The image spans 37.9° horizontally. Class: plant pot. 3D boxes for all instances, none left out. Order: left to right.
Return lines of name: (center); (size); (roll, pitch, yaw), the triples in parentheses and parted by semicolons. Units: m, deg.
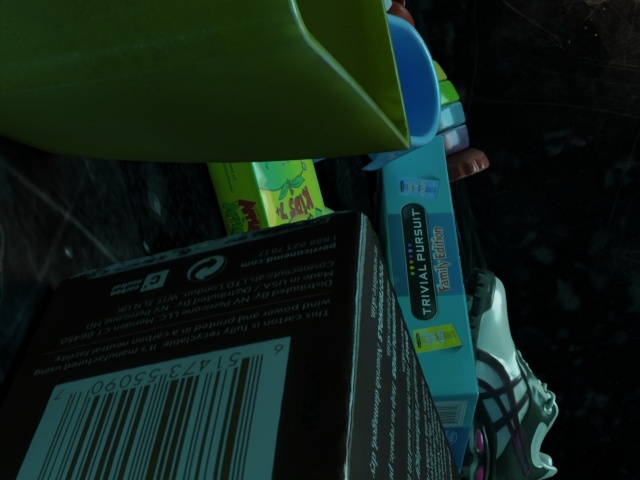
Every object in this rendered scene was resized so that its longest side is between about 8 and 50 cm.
plant pot: (-0.085, -0.140, 0.427); (0.212, 0.187, 0.212); (20, 60, -74)

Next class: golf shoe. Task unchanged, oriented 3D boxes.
golf shoe: (0.210, 0.160, 1.080); (0.105, 0.120, 0.272); (-87, 174, -73)

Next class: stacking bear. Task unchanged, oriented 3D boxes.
stacking bear: (0.121, -0.217, 1.386); (0.289, 0.175, 0.164); (69, 17, -3)

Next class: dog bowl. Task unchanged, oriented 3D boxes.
dog bowl: (0.031, -0.159, 0.939); (0.297, 0.074, 0.166); (-4, 84, -57)

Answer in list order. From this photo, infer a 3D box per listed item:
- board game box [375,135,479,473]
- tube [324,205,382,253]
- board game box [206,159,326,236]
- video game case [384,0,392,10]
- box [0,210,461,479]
board game box: (0.110, 0.088, 1.076); (0.253, 0.079, 0.336); (88, 0, -53)
tube: (0.000, 0.000, 0.917); (0.070, 0.062, 0.240); (45, 10, 17)
board game box: (-0.035, -0.017, 0.763); (0.092, 0.043, 0.181); (-31, 108, -58)
video game case: (0.007, -0.349, 1.114); (0.157, 0.019, 0.143); (36, -6, 27)
box: (-0.031, 0.126, 0.442); (0.167, 0.168, 0.203); (-84, 157, -53)
